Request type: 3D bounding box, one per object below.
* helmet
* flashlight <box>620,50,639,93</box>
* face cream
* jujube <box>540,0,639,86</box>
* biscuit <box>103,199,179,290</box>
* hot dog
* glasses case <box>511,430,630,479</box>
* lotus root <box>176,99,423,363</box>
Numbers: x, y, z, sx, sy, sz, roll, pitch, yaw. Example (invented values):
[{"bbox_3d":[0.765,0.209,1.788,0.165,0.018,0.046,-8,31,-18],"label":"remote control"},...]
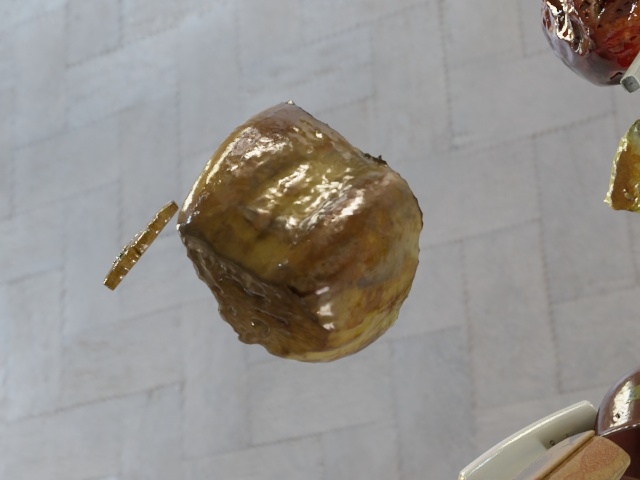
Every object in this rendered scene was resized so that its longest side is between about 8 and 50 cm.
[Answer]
[{"bbox_3d":[0.330,0.174,1.481,0.175,0.155,0.106,-26,46,26],"label":"helmet"},{"bbox_3d":[0.314,-0.170,1.481,0.018,0.018,0.083,-26,16,40],"label":"flashlight"},{"bbox_3d":[0.205,0.228,1.529,0.182,0.072,0.051,-32,18,-5],"label":"face cream"},{"bbox_3d":[0.342,-0.264,1.741,0.183,0.243,0.183,0,89,12],"label":"jujube"},{"bbox_3d":[-0.138,0.004,1.153,0.016,0.092,0.082,38,79,-7],"label":"biscuit"},{"bbox_3d":[0.422,-0.113,1.656,0.261,0.093,0.123,-26,88,13],"label":"hot dog"},{"bbox_3d":[0.080,0.133,0.665,0.041,0.170,0.065,36,116,19],"label":"glasses case"},{"bbox_3d":[-0.004,0.002,0.906,0.095,0.135,0.159,-17,106,39],"label":"lotus root"}]
